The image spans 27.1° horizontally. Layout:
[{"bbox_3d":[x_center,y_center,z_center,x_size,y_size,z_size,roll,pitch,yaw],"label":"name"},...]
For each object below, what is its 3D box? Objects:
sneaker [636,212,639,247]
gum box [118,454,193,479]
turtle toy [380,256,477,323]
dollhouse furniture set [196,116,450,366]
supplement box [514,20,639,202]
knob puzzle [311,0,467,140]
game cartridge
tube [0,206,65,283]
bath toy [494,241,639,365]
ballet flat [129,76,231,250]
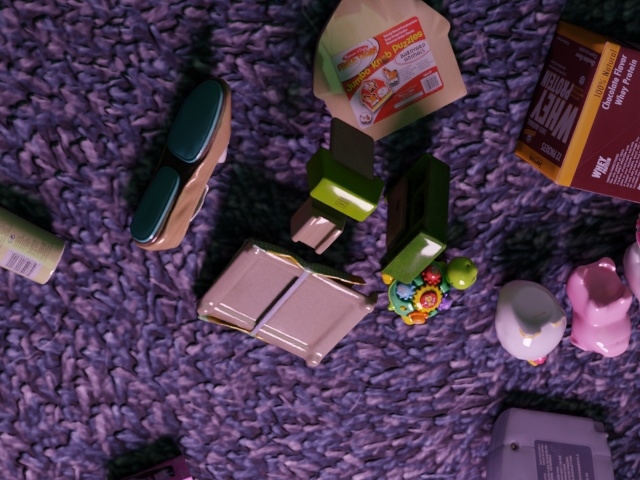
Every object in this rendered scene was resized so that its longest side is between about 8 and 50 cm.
[{"bbox_3d":[0.481,-0.036,1.815,0.170,0.063,0.074,-62,144,-32],"label":"sneaker"},{"bbox_3d":[-0.205,0.389,1.792,0.107,0.062,0.188,-21,116,-9],"label":"gum box"},{"bbox_3d":[0.148,0.060,1.774,0.130,0.066,0.095,-30,117,-4],"label":"turtle toy"},{"bbox_3d":[0.000,0.000,1.702,0.198,0.151,0.301,27,130,-20],"label":"dollhouse furniture set"},{"bbox_3d":[0.390,-0.162,1.729,0.194,0.129,0.191,11,107,-22],"label":"supplement box"},{"bbox_3d":[0.073,-0.231,1.655,0.213,0.030,0.213,-6,113,-15],"label":"knob puzzle"},{"bbox_3d":[0.329,0.387,1.871,0.196,0.294,0.060,13,149,-24],"label":"game cartridge"},{"bbox_3d":[-0.421,-0.026,1.567,0.240,0.062,0.070,27,57,-20],"label":"tube"},{"bbox_3d":[0.400,0.094,1.843,0.348,0.151,0.129,-15,158,-13],"label":"bath toy"},{"bbox_3d":[-0.159,-0.092,1.624,0.073,0.080,0.232,13,111,-51],"label":"ballet flat"}]
